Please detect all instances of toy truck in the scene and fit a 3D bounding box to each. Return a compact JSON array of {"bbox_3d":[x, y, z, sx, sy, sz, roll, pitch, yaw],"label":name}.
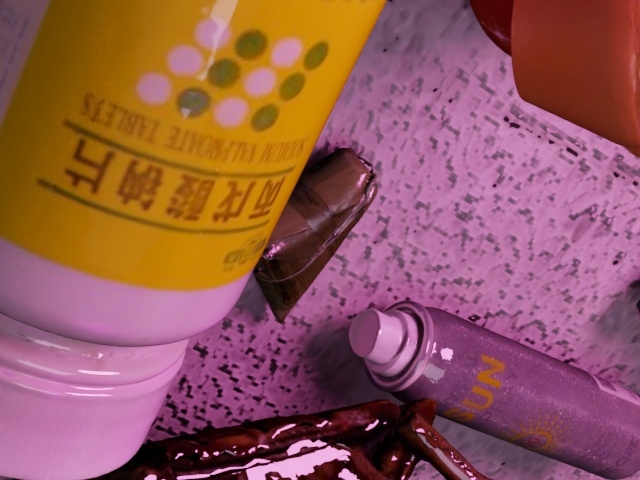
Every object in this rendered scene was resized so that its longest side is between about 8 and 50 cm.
[{"bbox_3d":[0.208,-0.165,0.939,0.265,0.239,0.189,-22,131,-9],"label":"toy truck"}]

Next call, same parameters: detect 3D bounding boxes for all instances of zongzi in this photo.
[{"bbox_3d":[0.000,0.000,1.100,0.104,0.052,0.113,-33,144,-6],"label":"zongzi"}]

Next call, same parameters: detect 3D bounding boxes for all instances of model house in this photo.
[{"bbox_3d":[-0.086,0.222,1.143,0.282,0.317,0.297,36,61,-23],"label":"model house"}]

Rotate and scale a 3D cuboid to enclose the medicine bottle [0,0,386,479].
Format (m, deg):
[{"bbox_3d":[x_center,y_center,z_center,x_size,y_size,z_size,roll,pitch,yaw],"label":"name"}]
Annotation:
[{"bbox_3d":[-0.110,-0.072,0.886,0.214,0.213,0.378,11,119,-30],"label":"medicine bottle"}]

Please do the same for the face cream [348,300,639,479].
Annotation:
[{"bbox_3d":[0.135,0.109,1.219,0.283,0.073,0.073,24,112,-35],"label":"face cream"}]

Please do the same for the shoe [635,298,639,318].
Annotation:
[{"bbox_3d":[0.342,0.089,1.291,0.110,0.095,0.265,-35,126,11],"label":"shoe"}]
